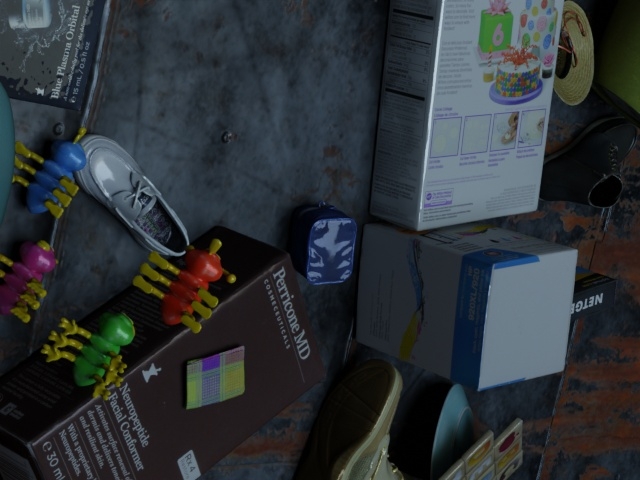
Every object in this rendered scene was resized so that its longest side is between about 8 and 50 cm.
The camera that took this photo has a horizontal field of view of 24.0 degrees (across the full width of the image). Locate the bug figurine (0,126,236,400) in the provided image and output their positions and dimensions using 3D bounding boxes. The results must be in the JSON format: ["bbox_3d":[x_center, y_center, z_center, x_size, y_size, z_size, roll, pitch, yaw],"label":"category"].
[{"bbox_3d":[-0.237,0.028,1.575,0.216,0.279,0.072,-52,169,6],"label":"bug figurine"}]

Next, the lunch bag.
[{"bbox_3d":[0.000,0.000,1.876,0.067,0.065,0.098,-1,107,-28],"label":"lunch bag"}]

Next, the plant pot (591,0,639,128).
[{"bbox_3d":[0.526,-0.302,2.156,0.293,0.275,0.275,-50,135,3],"label":"plant pot"}]

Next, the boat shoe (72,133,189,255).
[{"bbox_3d":[-0.206,-0.045,1.661,0.066,0.063,0.184,-47,131,-21],"label":"boat shoe"}]

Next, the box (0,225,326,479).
[{"bbox_3d":[-0.186,0.170,1.709,0.381,0.143,0.191,-38,128,-30],"label":"box"}]

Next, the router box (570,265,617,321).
[{"bbox_3d":[0.316,0.075,2.158,0.179,0.133,0.046,-15,116,-40],"label":"router box"}]

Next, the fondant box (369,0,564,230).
[{"bbox_3d":[0.193,-0.193,1.969,0.238,0.096,0.330,-9,112,-42],"label":"fondant box"}]

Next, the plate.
[{"bbox_3d":[0.191,0.297,2.138,0.188,0.024,0.188,7,90,-72],"label":"plate"}]

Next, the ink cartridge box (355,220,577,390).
[{"bbox_3d":[0.184,0.072,1.959,0.171,0.232,0.168,-9,109,-42],"label":"ink cartridge box"}]

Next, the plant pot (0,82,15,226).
[{"bbox_3d":[-0.403,-0.063,1.320,0.293,0.293,0.235,46,59,-43],"label":"plant pot"}]

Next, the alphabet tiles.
[{"bbox_3d":[0.167,0.398,2.123,0.342,0.011,0.285,-42,154,-16],"label":"alphabet tiles"}]

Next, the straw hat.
[{"bbox_3d":[0.322,-0.257,2.092,0.144,0.061,0.145,1,89,-52],"label":"straw hat"}]

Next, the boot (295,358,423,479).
[{"bbox_3d":[0.080,0.298,2.040,0.203,0.095,0.262,23,90,-45],"label":"boot"}]

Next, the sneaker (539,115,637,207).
[{"bbox_3d":[0.418,-0.106,2.198,0.222,0.118,0.083,-33,125,-31],"label":"sneaker"}]

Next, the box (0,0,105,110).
[{"bbox_3d":[-0.305,-0.220,1.482,0.158,0.093,0.156,7,100,-44],"label":"box"}]

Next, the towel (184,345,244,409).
[{"bbox_3d":[-0.116,0.152,1.666,0.083,0.009,0.060,-15,115,-39],"label":"towel"}]
